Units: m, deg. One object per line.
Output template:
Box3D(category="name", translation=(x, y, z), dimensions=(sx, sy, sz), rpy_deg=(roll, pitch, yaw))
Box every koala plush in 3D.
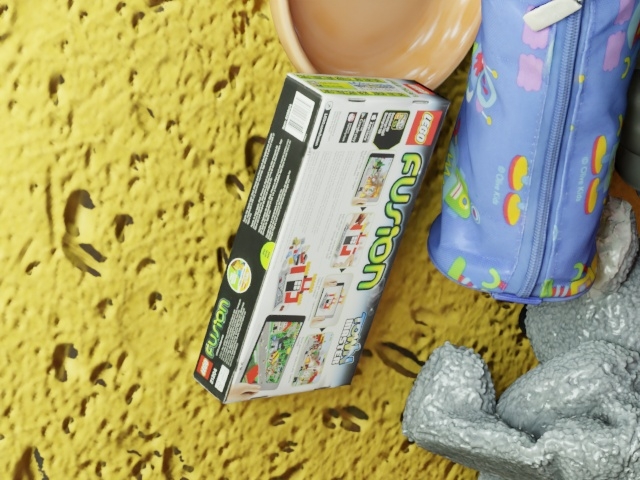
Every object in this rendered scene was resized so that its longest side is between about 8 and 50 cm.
Box3D(category="koala plush", translation=(0.209, 0.092, 1.137), dimensions=(0.196, 0.203, 0.221), rpy_deg=(45, 61, -45))

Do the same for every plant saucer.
Box3D(category="plant saucer", translation=(0.037, -0.180, 0.949), dimensions=(0.200, 0.037, 0.200), rpy_deg=(-18, 117, -40))

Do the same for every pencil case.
Box3D(category="pencil case", translation=(0.141, -0.095, 0.970), dimensions=(0.133, 0.119, 0.306), rpy_deg=(-80, 176, -51))

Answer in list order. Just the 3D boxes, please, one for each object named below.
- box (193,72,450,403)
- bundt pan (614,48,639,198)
Box3D(category="box", translation=(0.000, 0.000, 0.952), dimensions=(0.114, 0.036, 0.207), rpy_deg=(-3, 119, -45))
Box3D(category="bundt pan", translation=(0.293, -0.147, 1.115), dimensions=(0.331, 0.124, 0.331), rpy_deg=(2, 88, -55))
